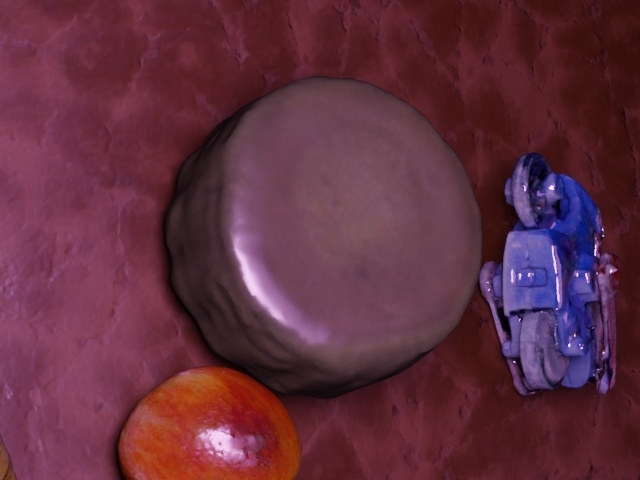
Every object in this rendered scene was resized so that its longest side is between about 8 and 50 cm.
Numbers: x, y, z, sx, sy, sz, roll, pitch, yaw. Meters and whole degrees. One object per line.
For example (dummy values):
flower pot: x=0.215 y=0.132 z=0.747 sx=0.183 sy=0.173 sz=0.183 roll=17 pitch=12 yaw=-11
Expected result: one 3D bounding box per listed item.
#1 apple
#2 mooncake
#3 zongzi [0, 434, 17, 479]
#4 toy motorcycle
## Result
apple: x=-0.118 y=0.225 z=1.487 sx=0.195 sy=0.160 sz=0.173 roll=-28 pitch=75 yaw=-42
mooncake: x=0.000 y=0.000 z=1.565 sx=0.356 sy=0.194 sz=0.356 roll=8 pitch=72 yaw=-26
zongzi: x=-0.394 y=0.248 z=1.276 sx=0.251 sy=0.125 sz=0.274 roll=-27 pitch=101 yaw=-50
toy motorcycle: x=0.304 y=0.049 z=1.828 sx=0.182 sy=0.241 sz=0.319 roll=-1 pitch=86 yaw=5
